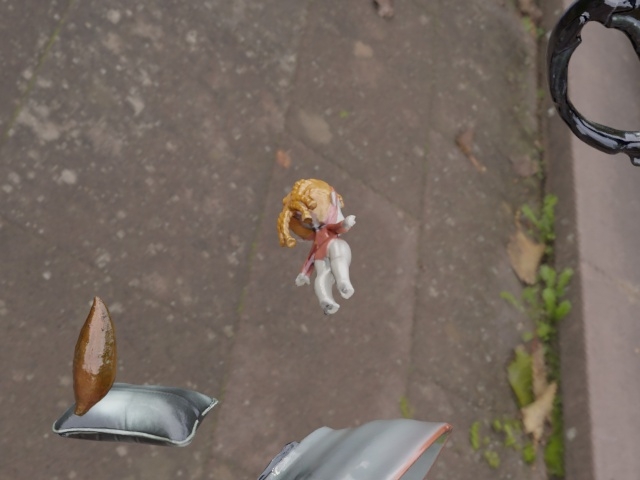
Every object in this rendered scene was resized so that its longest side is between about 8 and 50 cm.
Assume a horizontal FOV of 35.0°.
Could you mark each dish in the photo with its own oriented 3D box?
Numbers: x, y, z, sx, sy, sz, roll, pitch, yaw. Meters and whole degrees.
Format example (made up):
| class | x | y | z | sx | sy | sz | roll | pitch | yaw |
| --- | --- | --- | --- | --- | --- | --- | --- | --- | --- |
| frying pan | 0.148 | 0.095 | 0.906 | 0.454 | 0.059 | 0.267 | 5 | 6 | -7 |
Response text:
| class | x | y | z | sx | sy | sz | roll | pitch | yaw |
| --- | --- | --- | --- | --- | --- | --- | --- | --- | --- |
| dish | -0.014 | 0.214 | 0.742 | 0.085 | 0.260 | 0.260 | 37 | 36 | 17 |

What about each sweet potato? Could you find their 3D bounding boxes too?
| class | x | y | z | sx | sy | sz | roll | pitch | yaw |
| --- | --- | --- | --- | --- | --- | --- | --- | --- | --- |
| sweet potato | -0.171 | 0.089 | 0.770 | 0.034 | 0.034 | 0.095 | 0 | 105 | -45 |

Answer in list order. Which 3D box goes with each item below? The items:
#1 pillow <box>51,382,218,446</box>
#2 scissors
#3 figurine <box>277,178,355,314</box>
| class | x | y | z | sx | sy | sz | roll | pitch | yaw |
| --- | --- | --- | --- | --- | --- | --- | --- | --- | --- |
| pillow | -0.171 | 0.160 | 0.937 | 0.091 | 0.135 | 0.055 | 37 | 55 | -75 |
| scissors | 0.207 | -0.025 | 0.501 | 0.300 | 0.109 | 0.022 | 45 | 30 | -40 |
| figurine | 0.000 | 0.000 | 0.658 | 0.047 | 0.064 | 0.109 | 26 | 30 | -30 |
